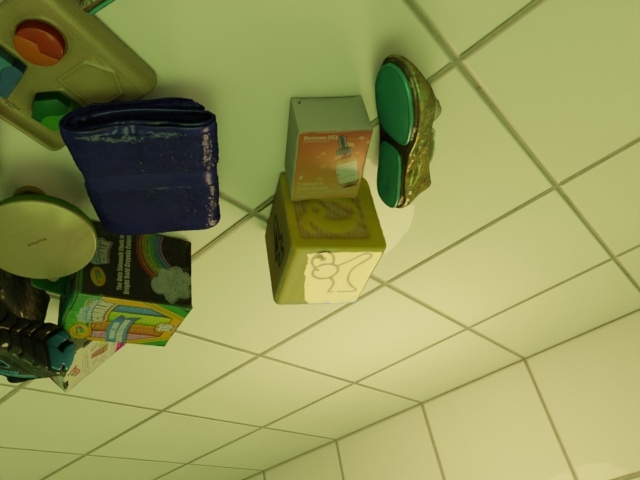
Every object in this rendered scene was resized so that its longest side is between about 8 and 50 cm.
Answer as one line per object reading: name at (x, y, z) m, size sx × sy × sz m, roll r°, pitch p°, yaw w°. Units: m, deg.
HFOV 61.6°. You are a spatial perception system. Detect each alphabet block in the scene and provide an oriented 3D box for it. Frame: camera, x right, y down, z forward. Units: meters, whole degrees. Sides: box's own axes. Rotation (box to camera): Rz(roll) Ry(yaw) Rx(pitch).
alphabet block at (0.000, 0.000, 1.094) m, size 0.192 × 0.193 × 0.197 m, roll 0°, pitch 143°, yaw -19°

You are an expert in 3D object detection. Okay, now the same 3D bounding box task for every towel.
towel at (-0.288, -0.119, 0.923) m, size 0.227 × 0.076 × 0.308 m, roll -4°, pitch 150°, yaw -11°

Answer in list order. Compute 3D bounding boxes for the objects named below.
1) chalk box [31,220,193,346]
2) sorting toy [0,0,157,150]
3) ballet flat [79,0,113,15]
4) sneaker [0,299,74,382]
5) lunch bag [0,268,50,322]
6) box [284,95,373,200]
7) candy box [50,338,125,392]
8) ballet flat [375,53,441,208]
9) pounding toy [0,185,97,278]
chalk box at (-0.431, 0.090, 1.099) m, size 0.289 × 0.180 × 0.179 m, roll 13°, pitch 137°, yaw -30°
sorting toy at (-0.369, -0.216, 0.815) m, size 0.229 × 0.041 × 0.307 m, roll -26°, pitch 142°, yaw 18°
ballet flat at (-0.211, -0.359, 0.652) m, size 0.221 × 0.077 × 0.079 m, roll -24°, pitch 125°, yaw 7°
sneaker at (-0.599, 0.159, 0.930) m, size 0.139 × 0.125 × 0.341 m, roll -21°, pitch 132°, yaw 14°
lunch bag at (-0.730, 0.131, 1.072) m, size 0.287 × 0.169 × 0.235 m, roll -10°, pitch 143°, yaw -10°
box at (0.009, -0.162, 0.962) m, size 0.130 × 0.091 × 0.170 m, roll -5°, pitch 144°, yaw -11°
candy box at (-0.509, 0.216, 1.223) m, size 0.233 × 0.071 × 0.159 m, roll -44°, pitch 166°, yaw -41°
ballet flat at (0.161, -0.197, 0.959) m, size 0.123 × 0.123 × 0.348 m, roll -11°, pitch 144°, yaw -3°
pounding toy at (-0.514, -0.031, 0.938) m, size 0.237 × 0.110 × 0.183 m, roll -1°, pitch 133°, yaw -16°
